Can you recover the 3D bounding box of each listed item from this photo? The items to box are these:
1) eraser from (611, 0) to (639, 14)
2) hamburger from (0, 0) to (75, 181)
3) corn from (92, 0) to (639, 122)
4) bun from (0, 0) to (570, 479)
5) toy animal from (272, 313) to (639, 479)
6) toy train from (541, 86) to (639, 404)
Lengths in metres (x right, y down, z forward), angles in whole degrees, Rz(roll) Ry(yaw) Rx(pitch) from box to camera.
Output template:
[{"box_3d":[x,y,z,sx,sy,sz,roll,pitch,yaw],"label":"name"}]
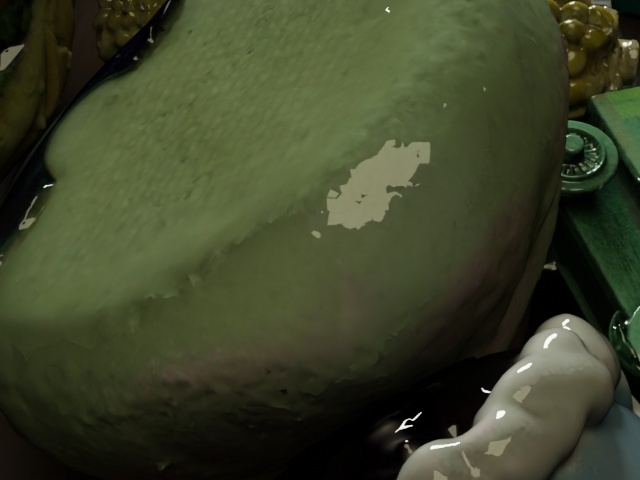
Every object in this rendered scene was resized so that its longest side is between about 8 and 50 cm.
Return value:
[{"box_3d":[0.277,-0.156,0.915,0.225,0.052,0.095,13,59,19],"label":"eraser"},{"box_3d":[-0.250,-0.076,0.833,0.309,0.132,0.211,-13,53,26],"label":"hamburger"},{"box_3d":[0.022,-0.100,0.886,0.288,0.086,0.086,6,52,12],"label":"corn"},{"box_3d":[0.000,0.000,0.743,0.293,0.187,0.293,-28,35,22],"label":"bun"},{"box_3d":[0.072,0.143,0.591,0.208,0.156,0.204,-37,93,-9],"label":"toy animal"},{"box_3d":[0.167,0.013,0.782,0.132,0.083,0.200,-13,55,-16],"label":"toy train"}]
